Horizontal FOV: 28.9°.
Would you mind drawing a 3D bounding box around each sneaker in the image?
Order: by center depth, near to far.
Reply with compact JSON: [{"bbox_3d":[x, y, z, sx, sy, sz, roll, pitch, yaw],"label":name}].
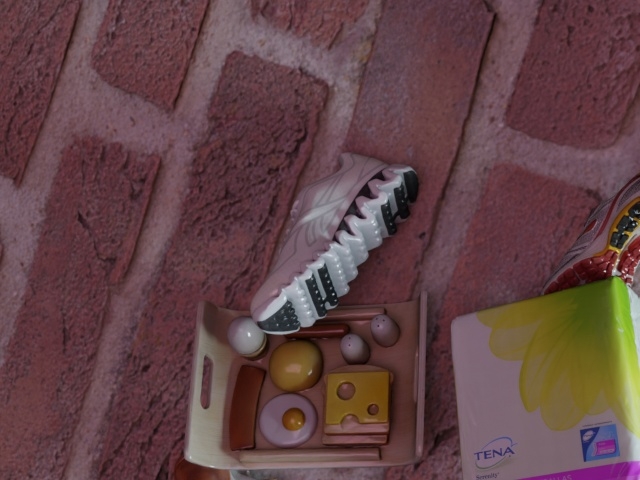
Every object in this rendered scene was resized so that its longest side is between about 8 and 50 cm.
[{"bbox_3d":[0.352,0.012,1.515,0.088,0.092,0.225,32,118,-16],"label":"sneaker"},{"bbox_3d":[0.000,0.000,1.575,0.118,0.110,0.292,29,61,26],"label":"sneaker"}]

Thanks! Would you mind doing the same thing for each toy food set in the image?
[{"bbox_3d":[-0.015,0.172,1.578,0.306,0.092,0.219,-4,65,14],"label":"toy food set"}]

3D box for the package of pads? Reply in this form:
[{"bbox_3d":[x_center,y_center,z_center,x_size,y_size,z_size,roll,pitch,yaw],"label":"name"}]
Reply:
[{"bbox_3d":[0.272,0.210,1.451,0.229,0.101,0.296,-16,63,31],"label":"package of pads"}]

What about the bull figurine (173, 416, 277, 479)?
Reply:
[{"bbox_3d":[-0.066,0.379,1.647,0.188,0.101,0.310,-44,78,11],"label":"bull figurine"}]
